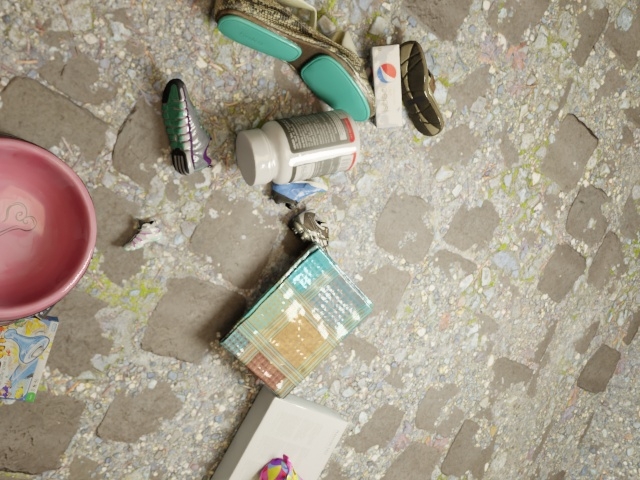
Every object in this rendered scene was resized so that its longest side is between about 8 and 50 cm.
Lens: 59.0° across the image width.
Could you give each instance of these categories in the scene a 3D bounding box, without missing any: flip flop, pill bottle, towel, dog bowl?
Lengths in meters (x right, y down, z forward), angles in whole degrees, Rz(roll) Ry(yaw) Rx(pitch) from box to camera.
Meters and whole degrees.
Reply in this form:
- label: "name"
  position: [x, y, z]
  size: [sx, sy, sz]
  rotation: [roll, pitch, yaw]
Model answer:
- label: "flip flop"
  position: [0.284, -0.428, 1.594]
  size: [0.080, 0.112, 0.277]
  rotation: [-49, 121, -39]
- label: "pill bottle"
  position: [-0.058, -0.231, 1.422]
  size: [0.284, 0.161, 0.161]
  rotation: [-15, 110, -24]
- label: "towel"
  position: [-0.054, 0.221, 1.527]
  size: [0.370, 0.040, 0.271]
  rotation: [-45, 112, -7]
- label: "dog bowl"
  position: [-0.634, -0.024, 1.109]
  size: [0.408, 0.150, 0.407]
  rotation: [0, 89, -41]

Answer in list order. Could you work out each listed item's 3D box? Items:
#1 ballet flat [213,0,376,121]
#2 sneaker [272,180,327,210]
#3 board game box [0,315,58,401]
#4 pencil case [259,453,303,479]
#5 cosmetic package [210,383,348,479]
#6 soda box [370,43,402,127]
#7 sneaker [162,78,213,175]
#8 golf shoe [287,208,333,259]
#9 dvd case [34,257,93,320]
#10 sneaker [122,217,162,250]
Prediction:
- label: "ballet flat"
  position: [-0.029, -0.485, 1.388]
  size: [0.483, 0.164, 0.181]
  rotation: [27, 70, -29]
- label: "sneaker"
  position: [-0.057, -0.121, 1.510]
  size: [0.152, 0.058, 0.084]
  rotation: [6, 95, -25]
- label: "board game box"
  position: [-0.697, 0.261, 1.286]
  size: [0.136, 0.035, 0.201]
  rotation: [16, 95, -31]
- label: "pencil case"
  position: [-0.075, 0.713, 1.596]
  size: [0.104, 0.104, 0.236]
  rotation: [-37, 120, -15]
- label: "cosmetic package"
  position: [-0.129, 0.641, 1.655]
  size: [0.285, 0.097, 0.377]
  rotation: [30, 88, -29]
- label: "soda box"
  position: [0.179, -0.419, 1.539]
  size: [0.074, 0.069, 0.215]
  rotation: [-5, 107, 1]
- label: "sneaker"
  position: [-0.309, -0.271, 1.341]
  size: [0.098, 0.083, 0.223]
  rotation: [-23, 119, -44]
- label: "golf shoe"
  position: [0.000, 0.000, 1.565]
  size: [0.094, 0.077, 0.198]
  rotation: [-43, 120, -12]
- label: "dvd case"
  position: [-0.642, 0.032, 1.221]
  size: [0.238, 0.030, 0.179]
  rotation: [48, 58, -29]
- label: "sneaker"
  position: [-0.434, -0.021, 1.352]
  size: [0.098, 0.038, 0.069]
  rotation: [-28, 113, -30]
